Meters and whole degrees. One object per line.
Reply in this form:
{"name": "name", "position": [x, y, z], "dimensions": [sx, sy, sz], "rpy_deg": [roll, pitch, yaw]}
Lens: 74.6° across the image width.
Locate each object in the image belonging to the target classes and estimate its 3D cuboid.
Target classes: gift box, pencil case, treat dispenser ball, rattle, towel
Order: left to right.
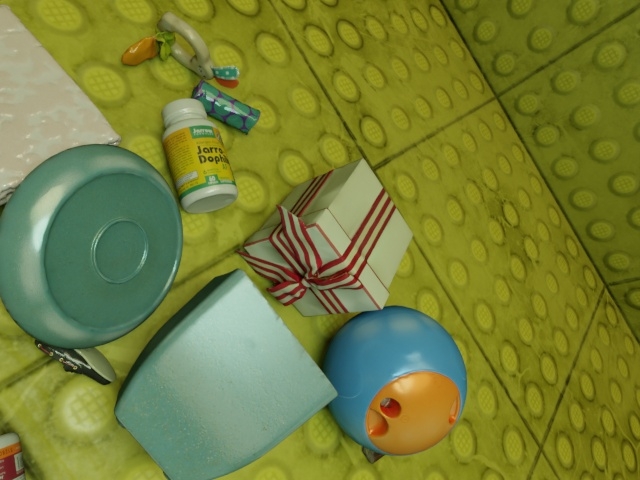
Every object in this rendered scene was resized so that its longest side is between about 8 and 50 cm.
{"name": "towel", "position": [-0.518, -0.181, 0.592], "dimensions": [0.317, 0.053, 0.332], "rpy_deg": [48, 54, 3]}
{"name": "rattle", "position": [-0.290, -0.371, 0.908], "dimensions": [0.199, 0.130, 0.143], "rpy_deg": [46, 51, -27]}
{"name": "pencil case", "position": [-0.217, -0.303, 0.959], "dimensions": [0.152, 0.064, 0.070], "rpy_deg": [23, 22, -27]}
{"name": "gift box", "position": [0.000, 0.000, 0.885], "dimensions": [0.276, 0.255, 0.258], "rpy_deg": [48, 49, -19]}
{"name": "treat dispenser ball", "position": [0.147, 0.277, 0.854], "dimensions": [0.288, 0.288, 0.288], "rpy_deg": [14, 64, -32]}

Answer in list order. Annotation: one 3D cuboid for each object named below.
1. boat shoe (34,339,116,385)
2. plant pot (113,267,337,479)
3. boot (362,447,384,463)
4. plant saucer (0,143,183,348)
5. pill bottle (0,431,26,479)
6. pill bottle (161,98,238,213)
{"name": "boat shoe", "position": [-0.381, 0.185, 0.661], "dimensions": [0.042, 0.049, 0.133], "rpy_deg": [-43, 111, -6]}
{"name": "plant pot", "position": [-0.176, 0.224, 0.676], "dimensions": [0.252, 0.248, 0.247], "rpy_deg": [-39, 98, -24]}
{"name": "boot", "position": [0.139, 0.435, 0.954], "dimensions": [0.114, 0.037, 0.106], "rpy_deg": [-3, 72, -33]}
{"name": "plant saucer", "position": [-0.318, 0.014, 0.650], "dimensions": [0.317, 0.044, 0.317], "rpy_deg": [9, 90, -66]}
{"name": "pill bottle", "position": [-0.419, 0.363, 0.505], "dimensions": [0.121, 0.121, 0.221], "rpy_deg": [-8, 75, -38]}
{"name": "pill bottle", "position": [-0.249, -0.170, 0.848], "dimensions": [0.117, 0.117, 0.208], "rpy_deg": [-12, 79, -39]}
